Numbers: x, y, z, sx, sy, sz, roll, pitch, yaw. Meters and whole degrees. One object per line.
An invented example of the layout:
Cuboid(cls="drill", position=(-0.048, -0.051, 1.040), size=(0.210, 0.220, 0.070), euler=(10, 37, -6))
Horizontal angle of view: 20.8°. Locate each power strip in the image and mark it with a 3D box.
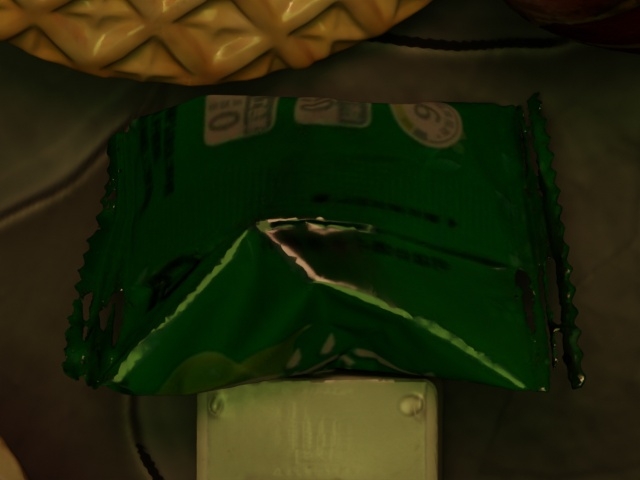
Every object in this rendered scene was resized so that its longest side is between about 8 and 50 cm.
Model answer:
Cuboid(cls="power strip", position=(0.001, 0.215, 0.749), size=(0.106, 0.043, 0.367), euler=(1, 92, 7))

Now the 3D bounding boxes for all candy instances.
Cuboid(cls="candy", position=(0.000, 0.000, 0.707), size=(0.203, 0.078, 0.141), euler=(-3, 68, 4))

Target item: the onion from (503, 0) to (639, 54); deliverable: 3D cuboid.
Cuboid(cls="onion", position=(0.145, -0.178, 0.626), size=(0.161, 0.248, 0.248), euler=(12, 94, 40))

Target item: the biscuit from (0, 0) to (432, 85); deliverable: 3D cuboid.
Cuboid(cls="biscuit", position=(-0.066, -0.153, 0.680), size=(0.309, 0.040, 0.204), euler=(17, 121, -22))

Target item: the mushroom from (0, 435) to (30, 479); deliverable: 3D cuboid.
Cuboid(cls="mushroom", position=(-0.254, 0.167, 0.700), size=(0.292, 0.292, 0.290), euler=(42, 64, 4))
